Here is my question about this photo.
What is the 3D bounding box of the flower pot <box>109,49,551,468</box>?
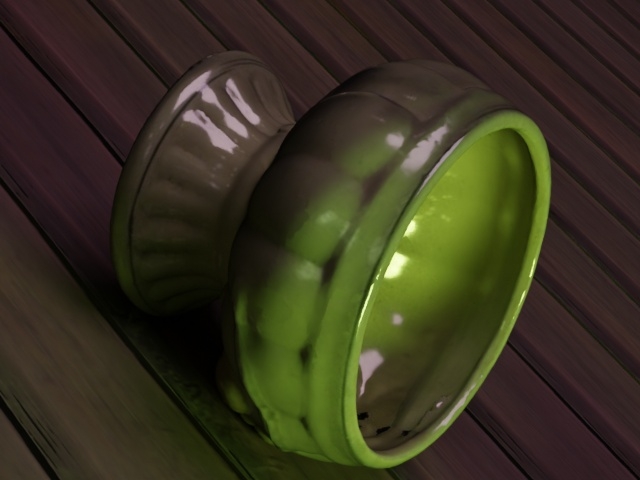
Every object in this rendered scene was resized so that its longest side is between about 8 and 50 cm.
[{"bbox_3d":[0.000,0.000,1.323,0.244,0.307,0.307,24,16,28],"label":"flower pot"}]
